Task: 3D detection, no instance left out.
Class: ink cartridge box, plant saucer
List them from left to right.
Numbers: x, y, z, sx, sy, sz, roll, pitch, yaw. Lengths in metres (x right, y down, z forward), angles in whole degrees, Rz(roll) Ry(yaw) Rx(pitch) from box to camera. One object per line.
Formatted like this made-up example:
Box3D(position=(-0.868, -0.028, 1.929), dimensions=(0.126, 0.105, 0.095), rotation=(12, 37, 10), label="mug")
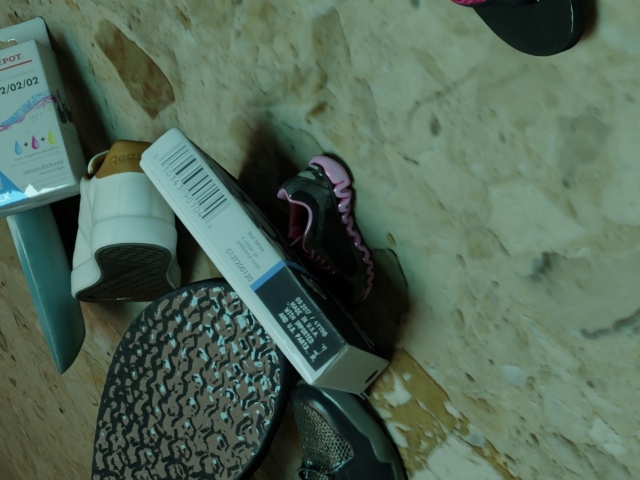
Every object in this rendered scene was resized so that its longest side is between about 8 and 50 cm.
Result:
Box3D(position=(-0.297, -0.122, 1.030), dimensions=(0.061, 0.104, 0.181), rotation=(33, -140, -84), label="ink cartridge box")
Box3D(position=(-0.323, -0.006, 1.214), dimensions=(0.317, 0.043, 0.318), rotation=(161, 90, -73), label="plant saucer")
Box3D(position=(-0.032, 0.026, 0.826), dimensions=(0.206, 0.045, 0.208), rotation=(50, -178, 16), label="ink cartridge box")

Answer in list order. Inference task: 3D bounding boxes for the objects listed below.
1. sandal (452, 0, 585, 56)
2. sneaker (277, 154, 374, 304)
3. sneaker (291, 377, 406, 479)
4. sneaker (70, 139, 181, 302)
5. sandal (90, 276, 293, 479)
Box3D(position=(0.065, -0.160, 0.555), dimensions=(0.179, 0.040, 0.067), rotation=(52, 150, 12), label="sandal")
Box3D(position=(0.000, 0.000, 0.784), dimensions=(0.047, 0.057, 0.119), rotation=(14, 129, 50), label="sneaker")
Box3D(position=(0.008, 0.232, 0.911), dimensions=(0.087, 0.130, 0.228), rotation=(5, 118, 53), label="sneaker")
Box3D(position=(-0.183, -0.014, 1.041), dimensions=(0.290, 0.105, 0.123), rotation=(136, 133, -66), label="sneaker")
Box3D(position=(-0.133, 0.212, 1.025), dimensions=(0.167, 0.107, 0.446), rotation=(31, 117, 17), label="sandal")
